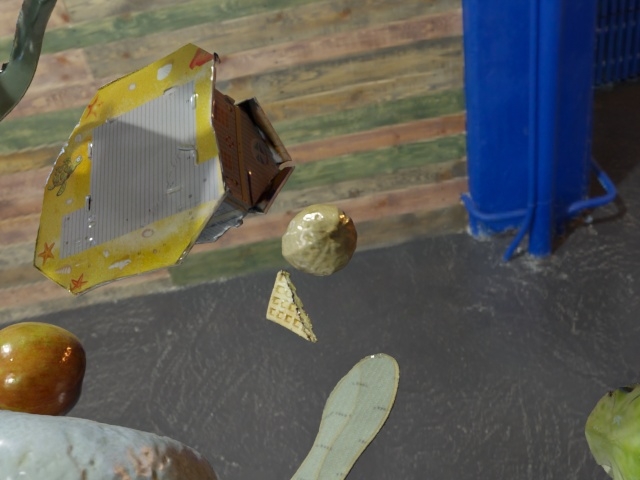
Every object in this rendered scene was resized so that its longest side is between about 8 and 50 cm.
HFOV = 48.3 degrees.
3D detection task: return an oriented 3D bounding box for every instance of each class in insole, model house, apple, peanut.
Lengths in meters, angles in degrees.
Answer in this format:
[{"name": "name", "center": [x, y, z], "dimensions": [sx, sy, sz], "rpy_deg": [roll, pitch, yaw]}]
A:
[{"name": "insole", "center": [0.025, 0.296, 1.057], "dimensions": [0.118, 0.009, 0.348], "rpy_deg": [2, 41, 39]}, {"name": "model house", "center": [-0.137, -0.039, 0.659], "dimensions": [0.219, 0.136, 0.208], "rpy_deg": [-21, 63, 26]}, {"name": "apple", "center": [-0.517, 0.242, 1.290], "dimensions": [0.195, 0.196, 0.196], "rpy_deg": [-7, 36, 5]}, {"name": "peanut", "center": [0.000, 0.000, 1.426], "dimensions": [0.140, 0.159, 0.109], "rpy_deg": [21, 31, -19]}]

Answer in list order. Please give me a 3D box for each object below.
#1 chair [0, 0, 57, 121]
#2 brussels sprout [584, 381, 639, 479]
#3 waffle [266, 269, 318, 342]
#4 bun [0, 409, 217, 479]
[{"name": "chair", "center": [-0.327, -0.197, 0.515], "dimensions": [0.203, 0.275, 0.190], "rpy_deg": [-34, 19, -29]}, {"name": "brussels sprout", "center": [0.377, 0.201, 0.627], "dimensions": [0.210, 0.220, 0.271], "rpy_deg": [11, -6, -32]}, {"name": "waffle", "center": [-0.042, 0.114, 1.259], "dimensions": [0.023, 0.098, 0.152], "rpy_deg": [17, 1, -36]}, {"name": "bun", "center": [-0.292, 0.309, 0.791], "dimensions": [0.361, 0.362, 0.211], "rpy_deg": [-1, 61, 14]}]
